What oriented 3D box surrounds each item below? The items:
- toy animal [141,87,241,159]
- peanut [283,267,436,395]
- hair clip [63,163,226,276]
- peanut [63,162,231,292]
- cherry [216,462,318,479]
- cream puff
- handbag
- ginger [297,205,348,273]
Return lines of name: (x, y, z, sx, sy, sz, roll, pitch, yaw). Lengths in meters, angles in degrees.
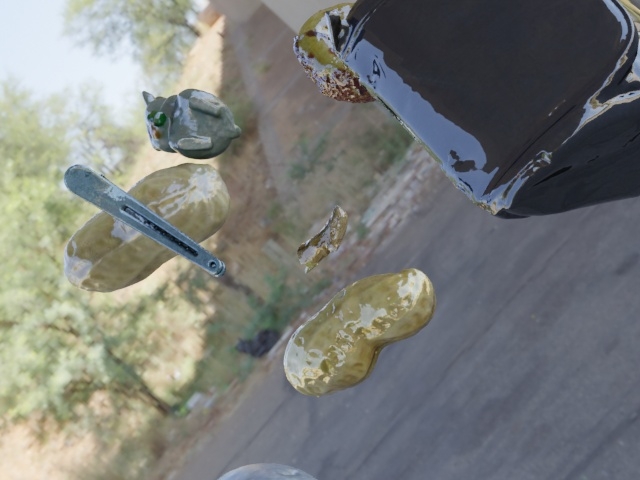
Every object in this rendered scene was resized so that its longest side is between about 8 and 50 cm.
toy animal: (-0.251, -0.205, 1.683, 0.125, 0.127, 0.251, -50, 32, -13)
peanut: (0.064, 0.155, 1.633, 0.305, 0.147, 0.147, -44, 8, 14)
hair clip: (-0.242, -0.025, 1.379, 0.048, 0.275, 0.083, -58, -14, -8)
peanut: (-0.298, -0.019, 1.616, 0.313, 0.152, 0.152, -31, 10, 9)
cherry: (-0.065, 0.422, 1.255, 0.296, 0.218, 0.255, 155, 127, -64)
cream puff: (0.039, -0.222, 1.166, 0.149, 0.149, 0.084, -54, -20, -38)
handbag: (0.190, -0.177, 0.888, 0.275, 0.302, 0.178, -10, -41, -35)
ginger: (0.001, 0.005, 1.545, 0.137, 0.044, 0.057, -46, 10, 36)
